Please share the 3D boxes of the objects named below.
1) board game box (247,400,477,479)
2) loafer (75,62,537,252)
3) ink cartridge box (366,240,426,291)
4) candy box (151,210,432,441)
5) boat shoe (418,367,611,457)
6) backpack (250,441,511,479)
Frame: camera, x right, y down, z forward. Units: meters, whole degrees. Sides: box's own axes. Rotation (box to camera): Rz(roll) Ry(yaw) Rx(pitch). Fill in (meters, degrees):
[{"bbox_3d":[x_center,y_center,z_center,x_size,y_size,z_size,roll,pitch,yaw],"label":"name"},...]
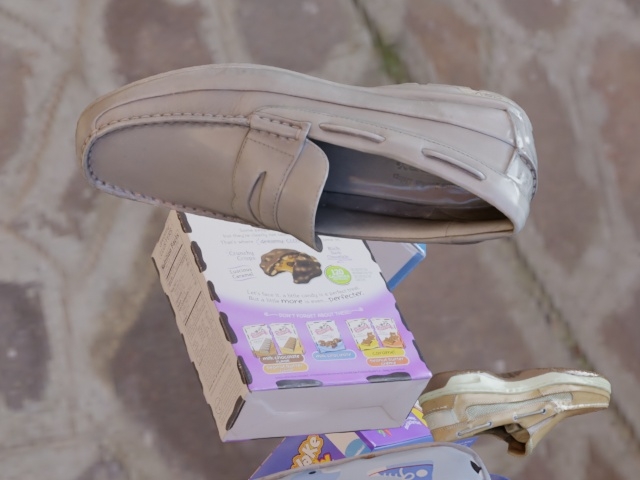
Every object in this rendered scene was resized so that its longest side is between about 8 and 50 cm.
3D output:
[{"bbox_3d":[0.029,0.261,2.084,0.078,0.233,0.347,46,17,18],"label":"board game box"},{"bbox_3d":[-0.012,-0.051,1.322,0.111,0.319,0.112,-84,173,-46],"label":"loafer"},{"bbox_3d":[0.000,0.000,2.146,0.129,0.223,0.307,40,17,-11],"label":"ink cartridge box"},{"bbox_3d":[-0.026,0.060,1.561,0.165,0.070,0.196,-1,48,-29],"label":"candy box"},{"bbox_3d":[0.169,0.151,1.652,0.190,0.068,0.072,-1,68,-26],"label":"boat shoe"},{"bbox_3d":[0.020,0.244,0.968,0.263,0.276,0.213,-101,172,-48],"label":"backpack"}]
